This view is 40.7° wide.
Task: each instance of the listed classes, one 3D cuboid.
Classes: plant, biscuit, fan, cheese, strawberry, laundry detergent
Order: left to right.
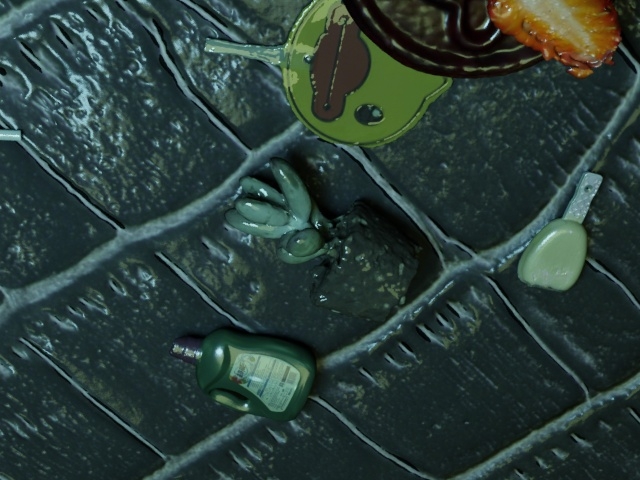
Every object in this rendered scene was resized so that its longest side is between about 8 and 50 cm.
[{"bbox_3d":[-0.126,0.202,1.326,0.221,0.078,0.144,15,120,-13],"label":"laundry detergent"},{"bbox_3d":[0.000,0.002,1.189,0.274,0.149,0.146,33,111,-17],"label":"plant"},{"bbox_3d":[0.015,-0.236,1.137,0.334,0.011,0.230,7,117,-10],"label":"fan"},{"bbox_3d":[0.200,-0.387,1.022,0.407,0.091,0.408,-3,118,-6],"label":"biscuit"},{"bbox_3d":[0.274,-0.274,1.010,0.121,0.082,0.188,-28,132,33],"label":"strawberry"},{"bbox_3d":[0.363,-0.014,1.268,0.097,0.037,0.192,13,117,-12],"label":"cheese"}]

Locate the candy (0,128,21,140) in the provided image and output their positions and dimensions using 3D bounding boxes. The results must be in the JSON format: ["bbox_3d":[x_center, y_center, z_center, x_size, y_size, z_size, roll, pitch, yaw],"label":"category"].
[{"bbox_3d":[-0.577,-0.139,1.110,0.365,0.124,0.124,1,119,-14],"label":"candy"}]
